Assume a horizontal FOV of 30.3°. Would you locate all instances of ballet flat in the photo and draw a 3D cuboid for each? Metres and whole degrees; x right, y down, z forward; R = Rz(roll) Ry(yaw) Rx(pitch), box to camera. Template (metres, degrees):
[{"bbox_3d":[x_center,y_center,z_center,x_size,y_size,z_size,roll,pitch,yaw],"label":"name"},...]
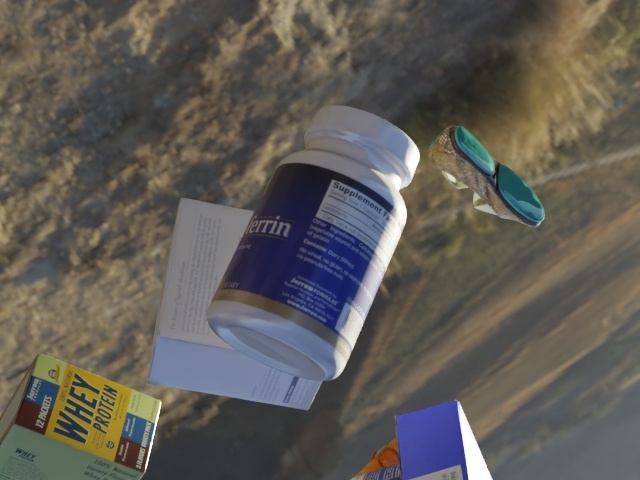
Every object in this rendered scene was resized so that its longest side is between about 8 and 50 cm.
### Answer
[{"bbox_3d":[0.224,-0.082,1.627,0.067,0.206,0.073,-27,-148,38],"label":"ballet flat"}]

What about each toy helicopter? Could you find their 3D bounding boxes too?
[{"bbox_3d":[0.129,0.527,2.420,0.355,0.140,0.235,-55,157,-44],"label":"toy helicopter"}]

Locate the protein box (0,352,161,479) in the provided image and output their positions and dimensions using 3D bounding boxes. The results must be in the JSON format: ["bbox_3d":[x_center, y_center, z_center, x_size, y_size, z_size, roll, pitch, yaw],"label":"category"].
[{"bbox_3d":[-0.374,0.305,1.741,0.200,0.136,0.201,25,130,-16],"label":"protein box"}]

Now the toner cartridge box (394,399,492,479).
[{"bbox_3d":[0.173,0.354,1.297,0.075,0.165,0.348,-16,125,13],"label":"toner cartridge box"}]

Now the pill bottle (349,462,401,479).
[{"bbox_3d":[0.143,0.422,1.951,0.187,0.112,0.112,-24,167,26],"label":"pill bottle"}]

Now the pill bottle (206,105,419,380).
[{"bbox_3d":[0.000,0.000,1.240,0.153,0.153,0.264,91,22,-69],"label":"pill bottle"}]

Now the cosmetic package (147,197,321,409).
[{"bbox_3d":[-0.102,0.085,1.586,0.225,0.224,0.138,12,144,-8],"label":"cosmetic package"}]
